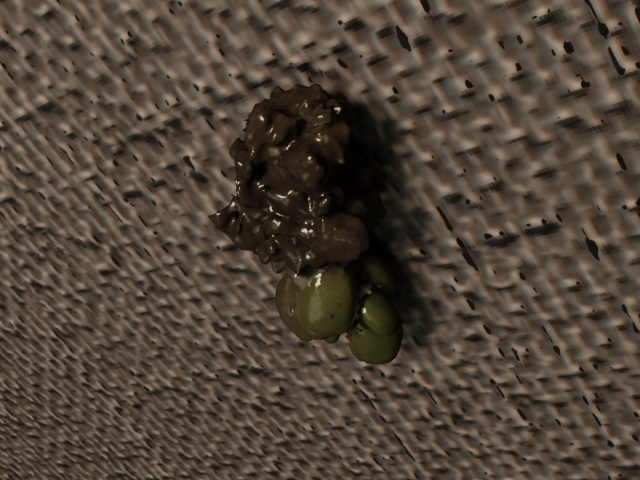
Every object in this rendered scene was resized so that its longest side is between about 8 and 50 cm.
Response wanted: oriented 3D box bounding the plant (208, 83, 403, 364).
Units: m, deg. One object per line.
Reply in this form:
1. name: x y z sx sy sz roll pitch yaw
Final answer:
1. plant: 0.000 0.000 0.428 0.085 0.087 0.174 39 156 46
